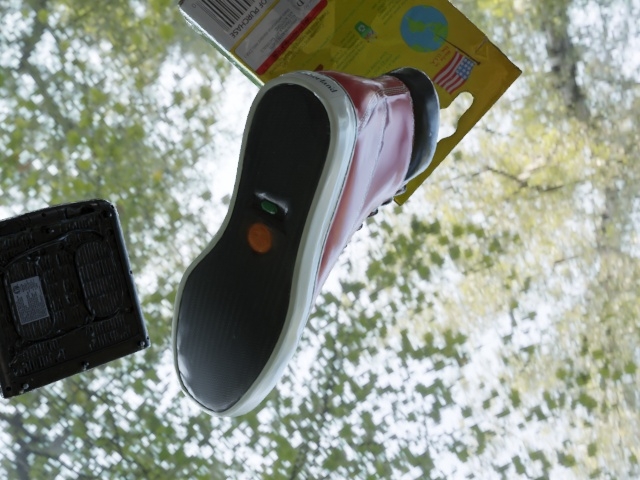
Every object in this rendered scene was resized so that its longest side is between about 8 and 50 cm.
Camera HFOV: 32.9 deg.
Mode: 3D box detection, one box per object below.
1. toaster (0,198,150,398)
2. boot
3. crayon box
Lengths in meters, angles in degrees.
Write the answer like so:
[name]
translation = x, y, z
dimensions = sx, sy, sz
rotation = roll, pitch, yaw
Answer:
[toaster]
translation = -0.276, 0.047, 1.063
dimensions = 0.168, 0.186, 0.110
rotation = -19, -171, -41
[boot]
translation = 0.000, 0.000, 0.729
dimensions = 0.088, 0.176, 0.244
rotation = 33, -65, 23
[crayon box]
translation = 0.032, -0.210, 1.173
dimensions = 0.318, 0.081, 0.202
rotation = 43, -91, 1
